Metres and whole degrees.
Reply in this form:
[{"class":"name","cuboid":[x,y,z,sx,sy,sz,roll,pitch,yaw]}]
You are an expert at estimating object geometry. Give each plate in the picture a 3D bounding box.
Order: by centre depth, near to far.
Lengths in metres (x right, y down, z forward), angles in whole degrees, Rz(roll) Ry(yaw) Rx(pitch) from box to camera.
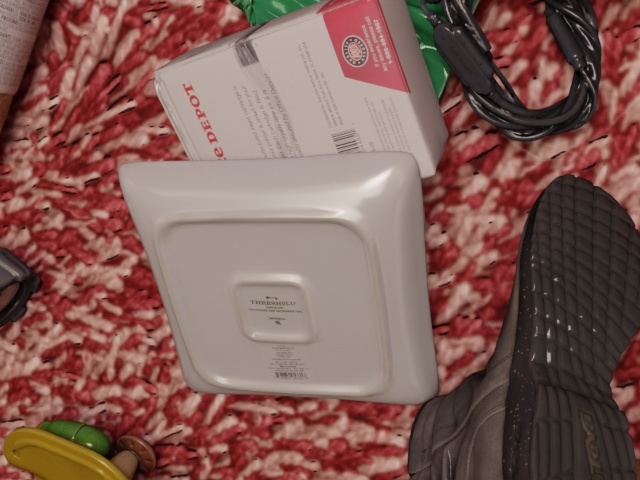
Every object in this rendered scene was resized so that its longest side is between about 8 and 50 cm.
[{"class":"plate","cuboid":[-0.038,0.055,0.660,0.277,0.045,0.278,-1,122,15]}]

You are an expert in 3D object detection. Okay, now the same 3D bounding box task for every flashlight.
[{"class":"flashlight","cuboid":[-0.466,-0.014,0.799,0.304,0.103,0.103,37,137,5]}]

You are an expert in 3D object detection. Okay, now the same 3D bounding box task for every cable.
[{"class":"cable","cuboid":[0.177,-0.175,0.615,0.184,0.047,0.150,46,70,-12]}]

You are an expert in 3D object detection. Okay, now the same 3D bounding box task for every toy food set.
[{"class":"toy food set","cuboid":[-0.244,0.257,0.791,0.217,0.071,0.128,18,123,15]}]

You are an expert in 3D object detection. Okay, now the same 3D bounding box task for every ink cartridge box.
[{"class":"ink cartridge box","cuboid":[-0.015,-0.118,0.631,0.217,0.092,0.159,-12,115,26]}]

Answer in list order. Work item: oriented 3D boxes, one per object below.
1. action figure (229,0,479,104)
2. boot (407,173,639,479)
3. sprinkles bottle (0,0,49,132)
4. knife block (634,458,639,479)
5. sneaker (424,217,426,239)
[{"class":"action figure","cuboid":[0.017,-0.200,0.672,0.232,0.063,0.137,24,103,9]},{"class":"boot","cuboid":[0.156,0.113,0.610,0.118,0.338,0.223,30,145,-7]},{"class":"sprinkles bottle","cuboid":[-0.348,-0.259,0.740,0.121,0.121,0.355,27,102,12]},{"class":"knife block","cuboid":[0.308,0.243,0.616,0.275,0.088,0.242,-33,86,16]},{"class":"sneaker","cuboid":[0.000,0.000,0.694,0.212,0.080,0.094,-17,105,17]}]
